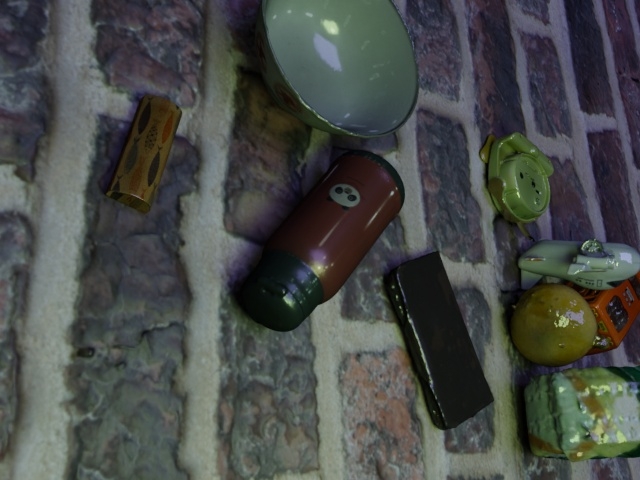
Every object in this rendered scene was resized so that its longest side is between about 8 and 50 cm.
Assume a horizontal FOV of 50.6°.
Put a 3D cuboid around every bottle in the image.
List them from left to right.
[{"bbox_3d":[0.000,0.000,1.070,0.144,0.144,0.336,51,52,-13],"label":"bottle"}]

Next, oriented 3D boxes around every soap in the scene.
[{"bbox_3d":[0.382,-0.209,1.530,0.034,0.012,0.089,47,51,-18],"label":"soap"}]

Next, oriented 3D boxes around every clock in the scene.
[{"bbox_3d":[0.445,-0.111,1.503,0.170,0.069,0.232,31,59,-32],"label":"clock"}]

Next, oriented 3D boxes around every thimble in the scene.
[{"bbox_3d":[0.529,0.336,1.296,0.288,0.254,0.167,14,65,-38],"label":"thimble"}]

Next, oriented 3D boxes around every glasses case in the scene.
[{"bbox_3d":[-0.250,-0.129,0.979,0.064,0.041,0.170,27,60,-28],"label":"glasses case"}]

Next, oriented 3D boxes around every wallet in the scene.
[{"bbox_3d":[0.218,0.180,1.244,0.165,0.042,0.310,-17,87,-43],"label":"wallet"}]

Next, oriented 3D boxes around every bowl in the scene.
[{"bbox_3d":[0.001,-0.309,1.166,0.337,0.157,0.337,13,68,-35],"label":"bowl"}]

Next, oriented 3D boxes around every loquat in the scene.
[{"bbox_3d":[0.479,0.173,1.368,0.149,0.204,0.172,-25,128,-66],"label":"loquat"}]

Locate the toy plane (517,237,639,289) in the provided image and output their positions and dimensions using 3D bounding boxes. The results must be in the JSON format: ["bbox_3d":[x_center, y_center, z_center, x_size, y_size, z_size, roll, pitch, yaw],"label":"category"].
[{"bbox_3d":[0.543,0.051,1.427,0.244,0.244,0.118,2,90,-38],"label":"toy plane"}]

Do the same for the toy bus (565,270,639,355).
[{"bbox_3d":[0.648,0.122,1.536,0.329,0.153,0.143,-35,97,-42],"label":"toy bus"}]
